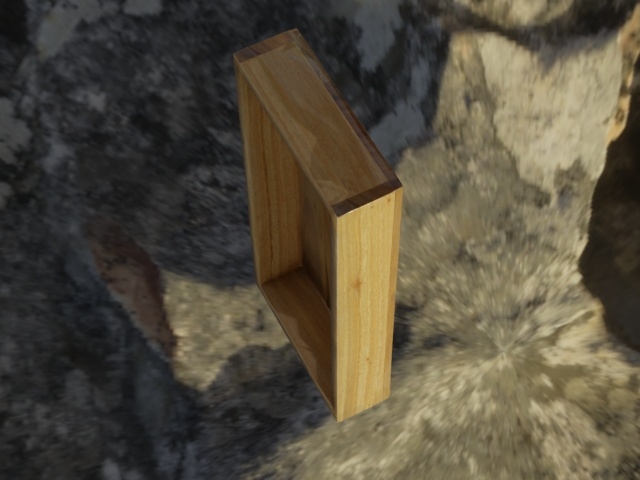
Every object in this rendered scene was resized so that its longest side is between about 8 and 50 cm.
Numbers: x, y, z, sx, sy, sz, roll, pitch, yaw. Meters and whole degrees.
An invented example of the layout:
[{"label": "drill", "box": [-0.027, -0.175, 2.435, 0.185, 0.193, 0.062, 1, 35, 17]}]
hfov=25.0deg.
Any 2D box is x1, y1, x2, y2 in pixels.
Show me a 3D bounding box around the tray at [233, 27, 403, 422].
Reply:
[{"label": "tray", "box": [0.000, 0.000, 1.442, 0.076, 0.411, 0.203, -25, 61, -13]}]
